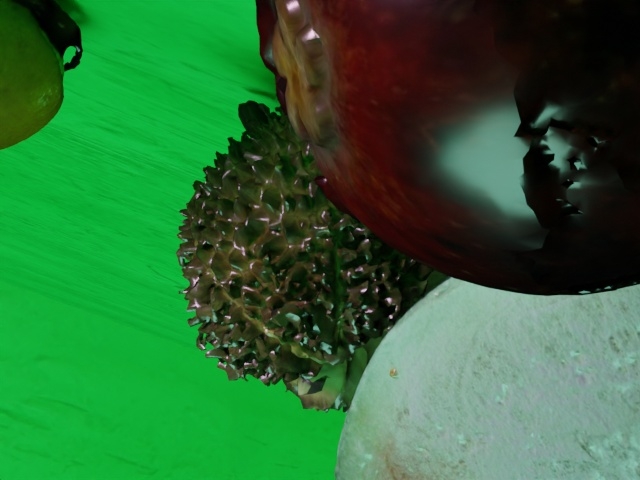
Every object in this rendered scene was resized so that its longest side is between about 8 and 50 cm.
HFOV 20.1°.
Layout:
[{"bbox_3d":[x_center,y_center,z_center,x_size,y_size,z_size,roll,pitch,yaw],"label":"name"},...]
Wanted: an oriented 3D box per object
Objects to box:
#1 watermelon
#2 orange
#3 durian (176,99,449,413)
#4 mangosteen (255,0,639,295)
[{"bbox_3d":[0.175,0.093,0.867,0.290,0.213,0.320,5,140,-42],"label":"watermelon"},{"bbox_3d":[-0.215,-0.098,0.954,0.170,0.112,0.160,1,164,23],"label":"orange"},{"bbox_3d":[0.000,0.000,0.971,0.196,0.167,0.196,61,-179,-1],"label":"durian"},{"bbox_3d":[0.073,-0.065,0.481,0.180,0.166,0.166,-5,177,-16],"label":"mangosteen"}]
